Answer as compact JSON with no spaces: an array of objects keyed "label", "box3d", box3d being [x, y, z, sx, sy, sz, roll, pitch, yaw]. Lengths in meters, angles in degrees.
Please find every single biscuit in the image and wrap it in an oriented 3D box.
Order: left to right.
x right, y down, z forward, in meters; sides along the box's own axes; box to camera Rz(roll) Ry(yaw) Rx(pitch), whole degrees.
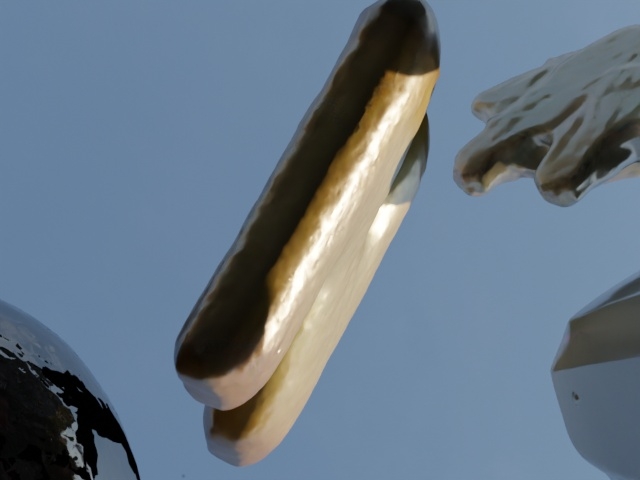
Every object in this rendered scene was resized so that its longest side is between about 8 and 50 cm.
[{"label":"biscuit","box3d":[0.000,0.000,1.088,0.062,0.237,0.290,26,-110,12]}]

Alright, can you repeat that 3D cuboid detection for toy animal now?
[{"label":"toy animal","box3d":[0.270,-0.043,1.241,0.308,0.188,0.266,-25,-132,25]}]

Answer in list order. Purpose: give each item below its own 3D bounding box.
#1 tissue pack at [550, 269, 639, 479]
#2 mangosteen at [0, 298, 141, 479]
[{"label":"tissue pack","box3d":[0.298,0.144,0.915,0.236,0.229,0.333,-21,-90,-19]},{"label":"mangosteen","box3d":[-0.250,0.157,0.925,0.297,0.313,0.297,-4,-79,-24]}]
